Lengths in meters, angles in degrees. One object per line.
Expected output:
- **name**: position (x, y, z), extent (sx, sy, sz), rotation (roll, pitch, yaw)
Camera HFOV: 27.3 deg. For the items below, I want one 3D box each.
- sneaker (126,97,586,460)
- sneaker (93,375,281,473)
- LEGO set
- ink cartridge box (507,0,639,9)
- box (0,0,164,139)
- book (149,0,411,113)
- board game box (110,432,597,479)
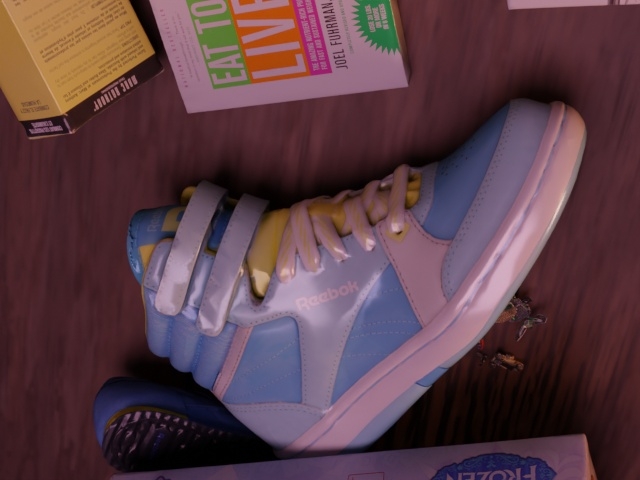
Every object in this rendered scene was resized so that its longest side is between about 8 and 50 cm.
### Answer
- **sneaker**: position (0.000, 0.000, 0.814), extent (0.208, 0.127, 0.319), rotation (34, 120, -7)
- **sneaker**: position (-0.065, 0.148, 0.954), extent (0.209, 0.082, 0.069), rotation (23, 106, -20)
- **LEGO set**: position (0.120, 0.050, 0.875), extent (0.054, 0.023, 0.083), rotation (21, 134, 4)
- **ink cartridge box**: position (0.170, -0.185, 0.698), extent (0.150, 0.063, 0.109), rotation (-1, 128, 13)
- **box**: position (-0.185, -0.180, 0.775), extent (0.058, 0.087, 0.232), rotation (0, 124, 47)
- **book**: position (-0.024, -0.132, 0.804), extent (0.144, 0.035, 0.096), rotation (-6, 120, 15)
- **board game box**: position (0.055, 0.260, 0.918), extent (0.318, 0.066, 0.318), rotation (-8, 136, 18)
